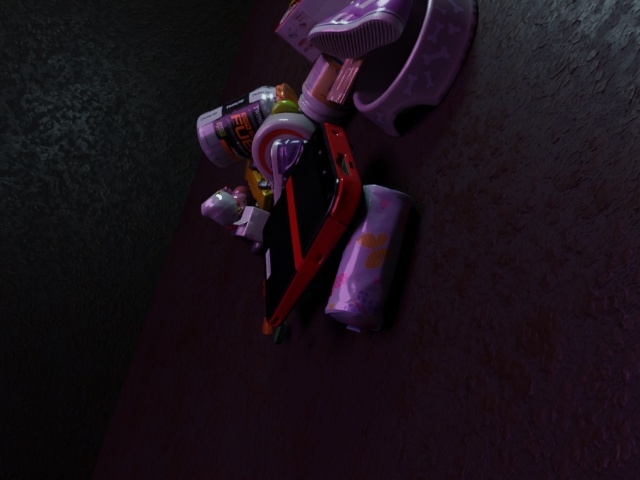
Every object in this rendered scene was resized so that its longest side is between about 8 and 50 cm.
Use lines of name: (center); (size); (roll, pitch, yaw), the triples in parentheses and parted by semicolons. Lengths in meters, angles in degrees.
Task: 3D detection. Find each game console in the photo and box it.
game console: (-0.030, -0.049, 1.438); (0.342, 0.060, 0.386); (-61, 19, 26)

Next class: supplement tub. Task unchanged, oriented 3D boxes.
supplement tub: (-0.222, -0.373, 2.177); (0.316, 0.193, 0.193); (-21, 41, 18)
supplement tub: (0.040, -0.420, 1.796); (0.200, 0.144, 0.144); (-56, 24, 30)

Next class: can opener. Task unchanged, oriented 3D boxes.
can opener: (-0.229, -0.004, 2.149); (0.283, 0.076, 0.095); (-3, 66, 69)

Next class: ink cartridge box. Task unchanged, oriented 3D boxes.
ink cartridge box: (-0.171, -0.039, 1.943); (0.092, 0.143, 0.090); (6, 76, 68)
ink cartridge box: (0.051, -0.639, 1.679); (0.309, 0.130, 0.272); (-39, 23, 38)

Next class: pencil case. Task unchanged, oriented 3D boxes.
pencil case: (0.092, 0.031, 1.277); (0.124, 0.113, 0.273); (115, 170, -72)

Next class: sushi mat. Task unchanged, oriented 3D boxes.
sushi mat: (0.099, -0.469, 1.592); (0.316, 0.019, 0.151); (-64, 16, 7)

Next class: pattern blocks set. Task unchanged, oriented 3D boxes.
pattern blocks set: (-0.089, 0.099, 1.604); (0.325, 0.026, 0.285); (-98, 24, -55)

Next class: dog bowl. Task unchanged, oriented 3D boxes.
dog bowl: (0.190, -0.404, 1.475); (0.349, 0.102, 0.349); (-50, 28, 40)

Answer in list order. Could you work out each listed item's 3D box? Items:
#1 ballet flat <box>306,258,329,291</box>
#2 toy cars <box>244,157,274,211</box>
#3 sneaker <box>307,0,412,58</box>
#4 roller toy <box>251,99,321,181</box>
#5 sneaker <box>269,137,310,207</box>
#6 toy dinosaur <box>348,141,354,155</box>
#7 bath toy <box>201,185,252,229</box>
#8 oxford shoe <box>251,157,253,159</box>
ballet flat: (0.000, 0.000, 1.578); (0.087, 0.083, 0.247); (172, 111, -67)
toy cars: (-0.137, -0.172, 2.067); (0.393, 0.087, 0.176); (-169, 71, -67)
sneaker: (0.097, -0.499, 1.490); (0.282, 0.102, 0.161); (4, 68, 47)
roller toy: (-0.083, -0.251, 1.835); (0.191, 0.209, 0.146); (-46, 13, 24)
sneaker: (-0.048, -0.118, 1.717); (0.107, 0.124, 0.283); (-33, -61, -61)
toy dinosaur: (0.051, -0.211, 1.717); (0.082, 0.047, 0.090); (-57, 5, -23)
bath toy: (-0.293, -0.111, 2.210); (0.151, 0.129, 0.348); (-38, 7, 4)
oxford shoe: (-0.223, -0.306, 2.339); (0.130, 0.132, 0.364); (-45, 33, 45)
